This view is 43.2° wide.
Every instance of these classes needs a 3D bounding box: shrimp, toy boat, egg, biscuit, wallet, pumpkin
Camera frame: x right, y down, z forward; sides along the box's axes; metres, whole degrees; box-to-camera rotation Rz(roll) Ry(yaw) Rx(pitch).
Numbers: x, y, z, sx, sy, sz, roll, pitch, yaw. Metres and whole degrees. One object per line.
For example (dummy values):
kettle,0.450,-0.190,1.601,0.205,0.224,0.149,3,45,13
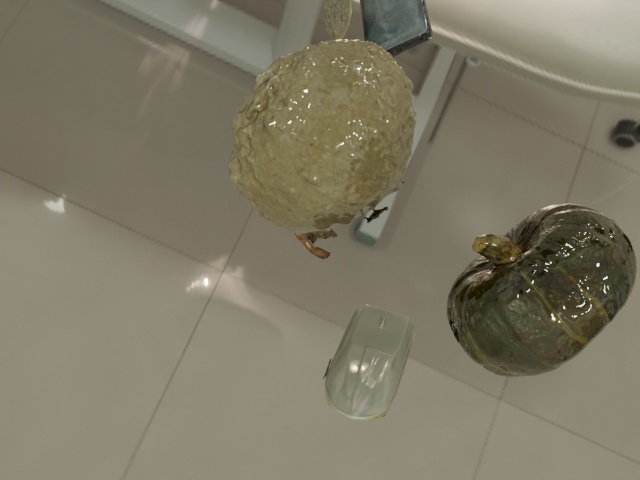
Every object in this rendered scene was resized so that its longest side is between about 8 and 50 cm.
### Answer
shrimp,0.000,0.000,1.549,0.127,0.025,0.091,-2,47,-51
toy boat,0.085,0.240,1.498,0.140,0.141,0.269,27,49,-2
egg,0.006,-0.157,1.221,0.279,0.279,0.310,42,92,4
biscuit,0.041,-0.539,1.869,0.020,0.152,0.152,-4,74,-23
wallet,0.170,-0.524,1.875,0.167,0.036,0.222,-21,60,28
pumpkin,0.277,0.056,1.076,0.189,0.260,0.260,44,71,-2
